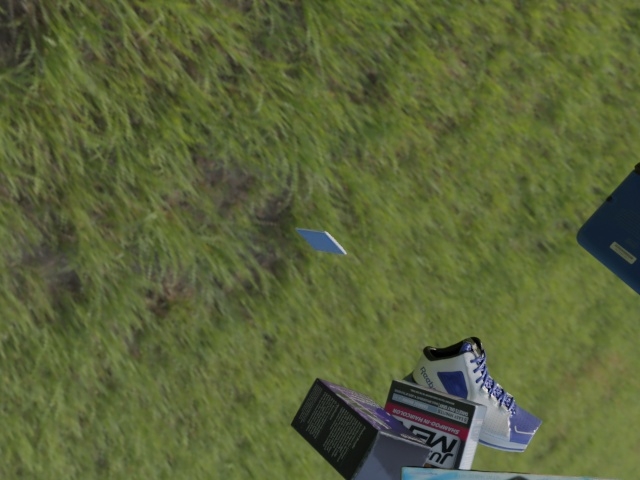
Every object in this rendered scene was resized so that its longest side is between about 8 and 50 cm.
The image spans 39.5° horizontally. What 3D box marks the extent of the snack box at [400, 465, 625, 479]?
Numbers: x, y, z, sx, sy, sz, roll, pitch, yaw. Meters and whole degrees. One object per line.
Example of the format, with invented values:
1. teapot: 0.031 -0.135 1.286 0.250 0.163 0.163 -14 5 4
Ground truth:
1. snack box: 0.273 0.427 1.275 0.322 0.187 0.060 2 169 4

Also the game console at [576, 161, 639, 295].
1. game console: 0.597 -0.003 1.415 0.173 0.293 0.250 36 101 -21

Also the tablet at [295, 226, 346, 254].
1. tablet: 0.000 0.000 1.343 0.054 0.083 0.006 46 69 -28

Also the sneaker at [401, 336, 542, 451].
1. sneaker: 0.337 0.316 1.937 0.127 0.315 0.182 -32 143 -64

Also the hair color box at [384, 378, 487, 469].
1. hair color box: 0.195 0.492 1.826 0.113 0.185 0.374 24 81 -66

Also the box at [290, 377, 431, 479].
1. box: 0.072 0.358 1.625 0.153 0.207 0.108 27 93 -41
